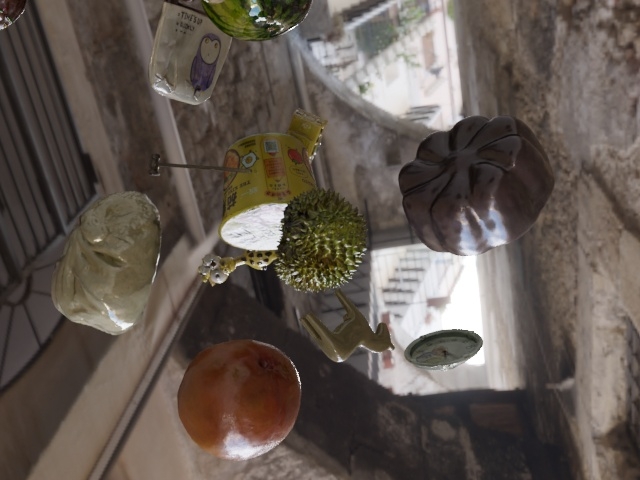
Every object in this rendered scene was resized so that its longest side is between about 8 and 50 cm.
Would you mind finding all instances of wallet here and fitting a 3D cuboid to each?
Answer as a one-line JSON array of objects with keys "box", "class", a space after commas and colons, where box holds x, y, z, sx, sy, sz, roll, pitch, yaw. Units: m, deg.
[{"box": [-0.352, -0.514, 1.995, 0.068, 0.274, 0.335, 27, -168, 22], "class": "wallet"}]

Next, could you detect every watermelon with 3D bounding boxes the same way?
[{"box": [-0.165, -0.639, 1.820, 0.285, 0.285, 0.285, -10, -157, 4], "class": "watermelon"}]

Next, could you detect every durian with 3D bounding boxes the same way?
[{"box": [0.004, -0.001, 1.813, 0.225, 0.291, 0.291, 6, -160, -12], "class": "durian"}]

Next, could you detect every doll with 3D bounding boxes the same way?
[{"box": [-0.333, 0.065, 2.154, 0.040, 0.085, 0.058, 28, -135, 4], "class": "doll"}, {"box": [-0.290, 0.074, 2.573, 0.291, 0.117, 0.086, -18, -178, 2], "class": "doll"}]

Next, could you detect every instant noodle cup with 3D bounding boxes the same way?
[{"box": [-0.147, -0.146, 2.138, 0.326, 0.325, 0.254, -10, -113, 4], "class": "instant noodle cup"}]

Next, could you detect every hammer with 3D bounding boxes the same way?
[{"box": [-0.318, -0.190, 1.920, 0.292, 0.058, 0.029, 6, 179, 14], "class": "hammer"}]

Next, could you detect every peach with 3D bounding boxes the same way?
[{"box": [-0.221, 0.433, 2.038, 0.302, 0.343, 0.343, -43, -175, 32], "class": "peach"}]

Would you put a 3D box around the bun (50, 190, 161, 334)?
[{"box": [-0.522, 0.048, 1.763, 0.211, 0.359, 0.360, 16, -168, -25], "class": "bun"}]

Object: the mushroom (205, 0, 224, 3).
[{"box": [-0.306, -0.692, 1.530, 0.154, 0.407, 0.137, -38, -167, 13], "class": "mushroom"}]

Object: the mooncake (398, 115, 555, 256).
[{"box": [0.301, -0.117, 1.459, 0.306, 0.154, 0.306, -27, -142, 23], "class": "mooncake"}]

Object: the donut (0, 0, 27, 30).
[{"box": [-0.810, -0.602, 1.738, 0.230, 0.216, 0.096, 2, 171, 11], "class": "donut"}]

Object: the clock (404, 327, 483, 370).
[{"box": [0.366, 0.331, 2.161, 0.236, 0.053, 0.236, -13, -163, 4], "class": "clock"}]

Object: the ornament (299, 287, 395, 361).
[{"box": [0.090, 0.256, 2.061, 0.230, 0.245, 0.061, -38, 179, -43], "class": "ornament"}]

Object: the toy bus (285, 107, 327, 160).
[{"box": [-0.090, -0.250, 2.375, 0.121, 0.335, 0.123, 23, -162, 0], "class": "toy bus"}]
